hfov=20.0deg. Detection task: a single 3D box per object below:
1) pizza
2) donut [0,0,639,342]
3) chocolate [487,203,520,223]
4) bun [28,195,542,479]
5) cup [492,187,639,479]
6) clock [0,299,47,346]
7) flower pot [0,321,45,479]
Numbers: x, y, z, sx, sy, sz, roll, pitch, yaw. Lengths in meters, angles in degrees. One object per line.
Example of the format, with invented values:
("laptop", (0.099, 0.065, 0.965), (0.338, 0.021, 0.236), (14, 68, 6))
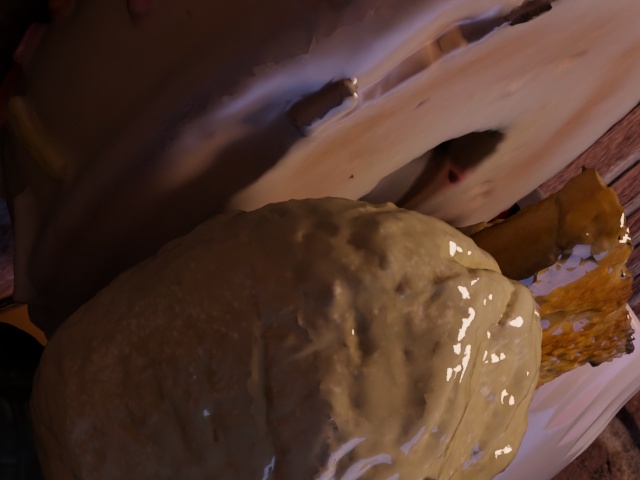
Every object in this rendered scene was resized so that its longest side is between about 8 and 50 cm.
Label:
("pizza", (0.052, 0.062, 0.971), (0.323, 0.089, 0.223), (-37, 159, 25))
("donut", (0.010, -0.079, 0.866), (0.383, 0.142, 0.382), (-30, 165, -9))
("chocolate", (0.059, -0.013, 1.300), (0.149, 0.080, 0.125), (-30, -177, 14))
("bun", (-0.004, 0.080, 0.759), (0.220, 0.134, 0.220), (-14, 150, -8))
("cup", (0.071, 0.130, 1.482), (0.371, 0.253, 0.253), (-36, 166, 1))
("clock", (-0.174, 0.156, 1.195), (0.244, 0.200, 0.317), (-37, 157, 2))
("flower pot", (-0.247, 0.167, 0.887), (0.302, 0.213, 0.302), (-12, 169, -2))
